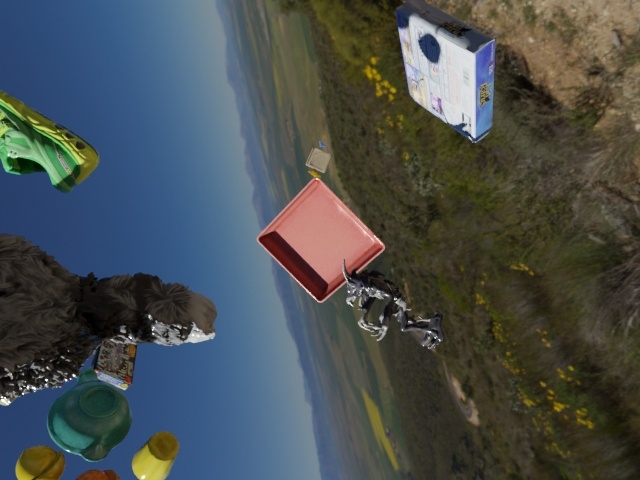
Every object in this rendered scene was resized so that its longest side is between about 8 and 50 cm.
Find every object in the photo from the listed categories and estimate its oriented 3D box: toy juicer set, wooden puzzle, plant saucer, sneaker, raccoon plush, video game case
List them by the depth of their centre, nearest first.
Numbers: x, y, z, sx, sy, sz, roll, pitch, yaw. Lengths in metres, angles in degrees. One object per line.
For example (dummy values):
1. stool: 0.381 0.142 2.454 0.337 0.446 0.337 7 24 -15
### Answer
1. raccoon plush: -0.407 0.182 0.602 0.299 0.447 0.216 -51 30 34
2. toy juicer set: -0.412 0.308 0.715 0.329 0.089 0.209 41 -154 14
3. sneaker: -0.555 -0.190 0.780 0.296 0.123 0.109 32 176 4
4. video game case: 0.291 -0.389 0.997 0.244 0.061 0.269 50 176 33
5. plant saucer: 0.000 0.000 1.164 0.258 0.259 0.048 45 -156 -3
6. wooden puzzle: -0.006 -0.273 1.467 0.116 0.079 0.014 -60 12 8

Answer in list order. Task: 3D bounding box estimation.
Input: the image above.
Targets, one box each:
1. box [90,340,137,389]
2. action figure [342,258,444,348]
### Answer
1. box: -0.475 0.266 0.996 0.094 0.027 0.137 44 -165 -37
2. action figure: 0.147 0.159 0.997 0.141 0.276 0.164 -59 0 1
